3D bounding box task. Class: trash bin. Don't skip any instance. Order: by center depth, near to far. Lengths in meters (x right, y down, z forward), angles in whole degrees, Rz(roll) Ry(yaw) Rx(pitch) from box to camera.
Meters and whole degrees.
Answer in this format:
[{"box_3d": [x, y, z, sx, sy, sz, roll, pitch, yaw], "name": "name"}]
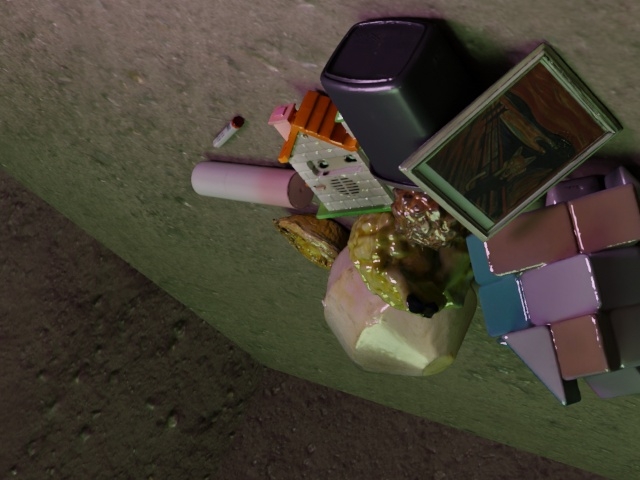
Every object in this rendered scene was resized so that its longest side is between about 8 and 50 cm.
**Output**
[{"box_3d": [0.148, -0.193, 1.512, 0.209, 0.182, 0.290, 13, 154, 43], "name": "trash bin"}]

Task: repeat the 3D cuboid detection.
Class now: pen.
[{"box_3d": [-0.206, -0.231, 2.149, 0.026, 0.026, 0.218, 30, 162, -13], "name": "pen"}]

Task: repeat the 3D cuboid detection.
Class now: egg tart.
[{"box_3d": [0.000, 0.000, 2.420, 0.252, 0.098, 0.232, 36, 167, -18], "name": "egg tart"}]

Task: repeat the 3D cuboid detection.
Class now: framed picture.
[{"box_3d": [0.280, -0.132, 1.436, 0.216, 0.273, 0.016, 36, -157, -31], "name": "framed picture"}]

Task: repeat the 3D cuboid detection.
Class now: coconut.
[{"box_3d": [0.187, 0.152, 2.247, 0.352, 0.353, 0.353, 24, 163, 8], "name": "coconut"}]

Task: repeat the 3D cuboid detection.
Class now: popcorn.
[{"box_3d": [0.194, 0.023, 1.969, 0.293, 0.293, 0.237, 28, 156, -5], "name": "popcorn"}]

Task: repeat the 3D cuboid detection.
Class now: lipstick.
[{"box_3d": [-0.161, -0.131, 2.269, 0.326, 0.087, 0.087, 10, 157, 42], "name": "lipstick"}]

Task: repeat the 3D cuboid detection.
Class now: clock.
[{"box_3d": [0.037, -0.167, 1.828, 0.219, 0.106, 0.255, -5, 139, 35], "name": "clock"}]

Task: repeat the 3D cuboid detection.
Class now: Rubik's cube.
[{"box_3d": [0.451, 0.081, 1.629, 0.367, 0.358, 0.387, -10, 169, -3], "name": "Rubik's cube"}]

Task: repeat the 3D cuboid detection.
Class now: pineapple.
[{"box_3d": [0.205, -0.084, 1.718, 0.166, 0.193, 0.166, 19, 149, 12], "name": "pineapple"}]
